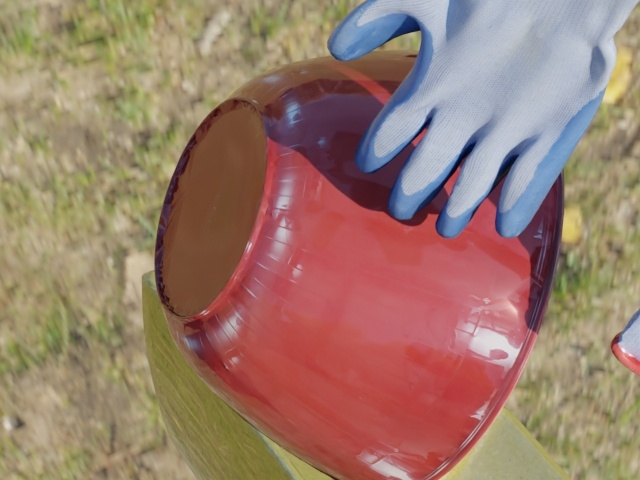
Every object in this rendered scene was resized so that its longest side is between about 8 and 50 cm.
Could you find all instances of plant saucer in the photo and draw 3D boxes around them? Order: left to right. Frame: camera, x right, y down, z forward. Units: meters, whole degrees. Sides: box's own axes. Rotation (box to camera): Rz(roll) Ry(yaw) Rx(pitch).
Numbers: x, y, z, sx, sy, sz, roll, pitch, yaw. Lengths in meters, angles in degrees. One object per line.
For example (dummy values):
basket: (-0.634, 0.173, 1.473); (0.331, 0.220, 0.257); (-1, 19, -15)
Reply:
plant saucer: (0.063, 0.176, 1.103); (0.081, 0.333, 0.333); (-56, 41, 13)

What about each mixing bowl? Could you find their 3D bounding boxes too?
mixing bowl: (0.000, 0.000, 0.732); (0.098, 0.181, 0.181); (18, 60, -28)

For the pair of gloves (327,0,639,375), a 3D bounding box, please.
pair of gloves: (0.094, -0.026, 0.594); (0.198, 0.159, 0.023); (33, 48, 4)
